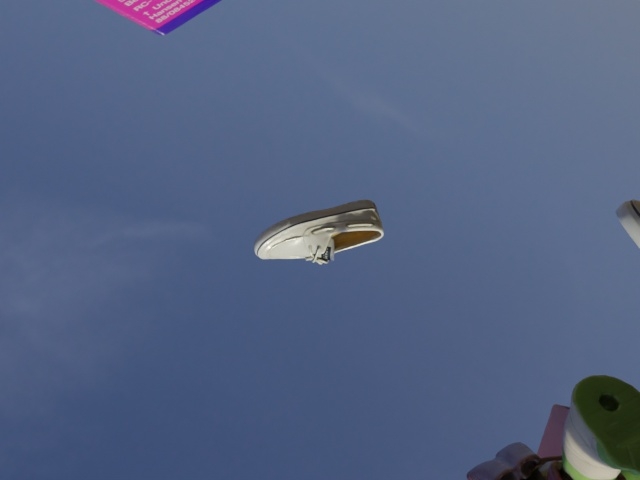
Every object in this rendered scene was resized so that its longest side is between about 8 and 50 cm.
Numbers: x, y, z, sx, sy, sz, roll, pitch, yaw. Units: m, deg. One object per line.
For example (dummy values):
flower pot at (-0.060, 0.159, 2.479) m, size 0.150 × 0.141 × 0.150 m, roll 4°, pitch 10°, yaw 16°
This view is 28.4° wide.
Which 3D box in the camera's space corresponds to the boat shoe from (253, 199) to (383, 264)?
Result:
boat shoe at (0.000, 0.000, 0.958) m, size 0.100 × 0.035 × 0.035 m, roll -15°, pitch -122°, yaw -10°

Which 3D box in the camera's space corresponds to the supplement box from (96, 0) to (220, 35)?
supplement box at (-0.064, -0.145, 0.290) m, size 0.111 × 0.114 × 0.220 m, roll 66°, pitch -165°, yaw 15°

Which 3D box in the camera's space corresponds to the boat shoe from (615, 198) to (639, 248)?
boat shoe at (0.434, 0.025, 1.416) m, size 0.226 × 0.076 × 0.083 m, roll 46°, pitch -160°, yaw 7°

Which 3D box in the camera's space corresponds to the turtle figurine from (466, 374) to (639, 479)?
turtle figurine at (0.190, 0.212, 0.775) m, size 0.198 × 0.266 × 0.274 m, roll 14°, pitch -138°, yaw -3°

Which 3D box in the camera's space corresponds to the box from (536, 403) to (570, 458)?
box at (0.377, 0.306, 1.438) m, size 0.213 × 0.117 × 0.243 m, roll 9°, pitch 152°, yaw 31°
